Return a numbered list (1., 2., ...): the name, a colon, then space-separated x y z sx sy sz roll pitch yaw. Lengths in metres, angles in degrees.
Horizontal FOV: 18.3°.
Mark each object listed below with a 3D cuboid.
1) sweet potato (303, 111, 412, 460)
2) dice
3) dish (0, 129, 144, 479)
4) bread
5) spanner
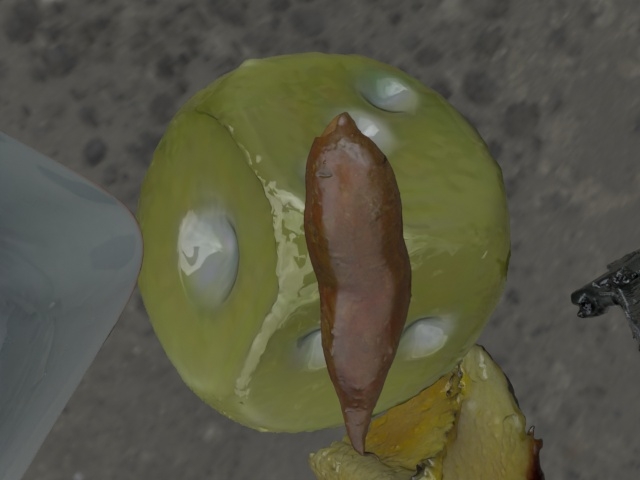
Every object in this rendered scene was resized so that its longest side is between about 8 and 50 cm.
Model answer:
1. sweet potato: 0.021 0.027 1.020 0.056 0.056 0.195 3 110 22
2. dice: 0.000 0.000 1.185 0.166 0.169 0.169 60 138 33
3. dish: -0.168 0.009 0.471 0.212 0.077 0.151 31 95 -1
4. bread: 0.102 0.166 1.448 0.140 0.160 0.169 56 165 -19
5. spanner: 0.222 0.041 1.367 0.093 0.325 0.026 -28 95 6
